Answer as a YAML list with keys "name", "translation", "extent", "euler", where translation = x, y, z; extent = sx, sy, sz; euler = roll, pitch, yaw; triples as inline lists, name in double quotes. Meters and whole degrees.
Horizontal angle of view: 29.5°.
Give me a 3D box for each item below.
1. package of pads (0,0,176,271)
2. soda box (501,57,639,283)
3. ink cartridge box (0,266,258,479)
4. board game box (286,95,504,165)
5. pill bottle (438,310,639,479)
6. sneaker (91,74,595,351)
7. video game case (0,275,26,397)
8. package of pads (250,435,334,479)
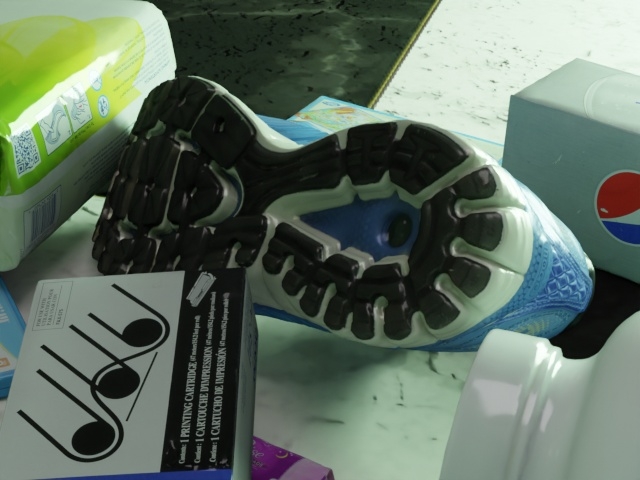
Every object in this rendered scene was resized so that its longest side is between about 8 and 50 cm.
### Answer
- name: "package of pads"
  translation: [-0.263, -0.085, 0.761]
  extent: [0.297, 0.101, 0.229]
  euler: [8, 30, 16]
- name: "soda box"
  translation: [0.249, -0.017, 0.708]
  extent: [0.286, 0.098, 0.091]
  euler: [23, 35, 31]
- name: "ink cartridge box"
  translation: [-0.077, 0.097, 0.478]
  extent: [0.097, 0.046, 0.207]
  euler: [-4, 41, 4]
- name: "board game box"
  translation: [0.042, -0.052, 0.818]
  extent: [0.154, 0.026, 0.103]
  euler: [18, 33, 24]
- name: "pill bottle"
  translation: [0.179, 0.107, 0.435]
  extent: [0.264, 0.146, 0.146]
  euler: [13, 31, 18]
- name: "sneaker"
  translation: [0.000, 0.000, 0.651]
  extent: [0.147, 0.129, 0.330]
  euler: [23, -3, -44]
- name: "video game case"
  translation: [-0.236, 0.056, 0.615]
  extent: [0.166, 0.015, 0.119]
  euler: [-12, 33, -25]
- name: "package of pads"
  translation: [-0.040, 0.107, 0.527]
  extent: [0.083, 0.032, 0.050]
  euler: [18, 38, 26]
